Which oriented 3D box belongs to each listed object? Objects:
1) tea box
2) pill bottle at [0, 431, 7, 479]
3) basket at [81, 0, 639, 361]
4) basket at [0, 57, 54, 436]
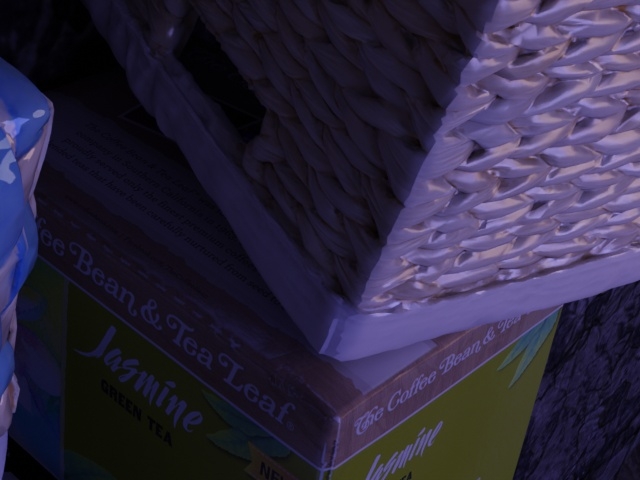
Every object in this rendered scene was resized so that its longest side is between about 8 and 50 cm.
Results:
[{"bbox_3d":[-0.058,0.094,0.892,0.220,0.329,0.324,-28,139,-40],"label":"tea box"},{"bbox_3d":[-0.325,0.089,0.611,0.361,0.204,0.204,13,107,-59],"label":"pill bottle"},{"bbox_3d":[0.086,-0.161,0.746,0.331,0.328,0.266,-14,143,-30],"label":"basket"},{"bbox_3d":[-0.223,0.040,0.358,0.289,0.201,0.255,-38,163,-38],"label":"basket"}]
